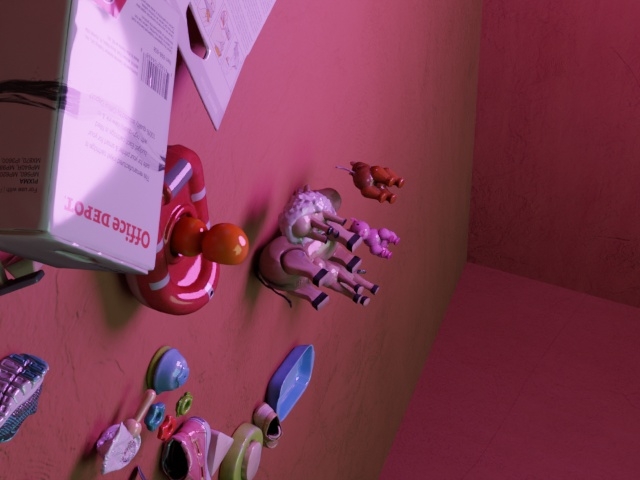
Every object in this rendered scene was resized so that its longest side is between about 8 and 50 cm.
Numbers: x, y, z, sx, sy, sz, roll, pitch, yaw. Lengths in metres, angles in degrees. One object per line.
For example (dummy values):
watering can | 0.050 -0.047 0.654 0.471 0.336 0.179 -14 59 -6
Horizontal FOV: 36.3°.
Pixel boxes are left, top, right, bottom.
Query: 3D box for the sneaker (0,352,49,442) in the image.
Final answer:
sneaker | -0.341 0.188 1.016 0.166 0.065 0.076 -43 148 -56

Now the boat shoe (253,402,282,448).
boat shoe | -0.099 0.374 1.920 0.050 0.045 0.135 -43 146 -25

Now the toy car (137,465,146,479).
toy car | -0.267 0.419 1.395 0.188 0.149 0.155 -100 -164 -57

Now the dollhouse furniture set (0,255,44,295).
dollhouse furniture set | -0.327 0.007 0.970 0.114 0.091 0.081 -112 -178 -78

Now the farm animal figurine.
farm animal figurine | 0.000 0.000 1.758 0.327 0.172 0.330 -36 147 -45

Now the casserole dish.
casserole dish | -0.063 0.285 1.987 0.188 0.037 0.114 -48 149 -53

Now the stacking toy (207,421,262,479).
stacking toy | -0.141 0.483 1.763 0.309 0.130 0.279 33 74 -72

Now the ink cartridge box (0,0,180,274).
ink cartridge box | -0.230 -0.117 0.897 0.197 0.114 0.272 34 58 -69

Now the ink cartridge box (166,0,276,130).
ink cartridge box | -0.141 -0.323 1.179 0.296 0.066 0.261 72 36 -60

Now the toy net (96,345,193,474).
toy net | -0.253 0.253 1.373 0.232 0.045 0.122 -48 151 -51

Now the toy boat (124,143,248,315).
toy boat | -0.162 -0.002 1.246 0.231 0.151 0.151 88 25 -43

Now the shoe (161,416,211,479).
shoe | -0.217 0.375 1.558 0.081 0.064 0.178 -33 130 -63
